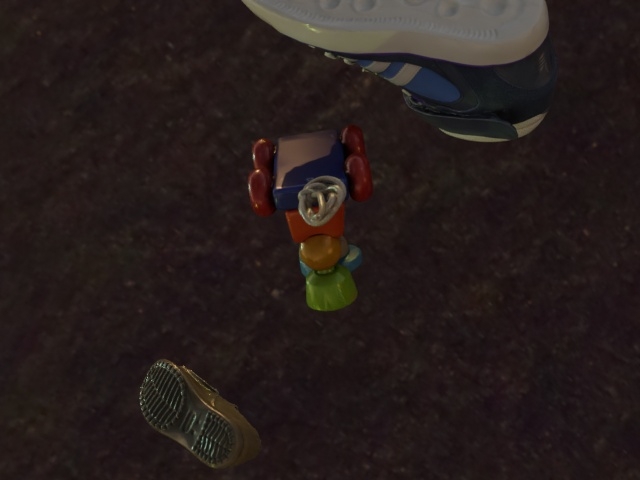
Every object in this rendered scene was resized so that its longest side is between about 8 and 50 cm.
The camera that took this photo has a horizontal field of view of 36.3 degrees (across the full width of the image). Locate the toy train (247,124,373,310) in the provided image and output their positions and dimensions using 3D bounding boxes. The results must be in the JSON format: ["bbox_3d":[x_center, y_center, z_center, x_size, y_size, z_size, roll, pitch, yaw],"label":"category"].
[{"bbox_3d":[0.000,0.000,0.849,0.105,0.143,0.248,-9,23,2],"label":"toy train"}]

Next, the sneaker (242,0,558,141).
[{"bbox_3d":[0.079,-0.188,0.987,0.322,0.236,0.130,17,72,19],"label":"sneaker"}]

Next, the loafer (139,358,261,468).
[{"bbox_3d":[-0.104,0.152,0.835,0.148,0.050,0.056,35,93,45],"label":"loafer"}]
